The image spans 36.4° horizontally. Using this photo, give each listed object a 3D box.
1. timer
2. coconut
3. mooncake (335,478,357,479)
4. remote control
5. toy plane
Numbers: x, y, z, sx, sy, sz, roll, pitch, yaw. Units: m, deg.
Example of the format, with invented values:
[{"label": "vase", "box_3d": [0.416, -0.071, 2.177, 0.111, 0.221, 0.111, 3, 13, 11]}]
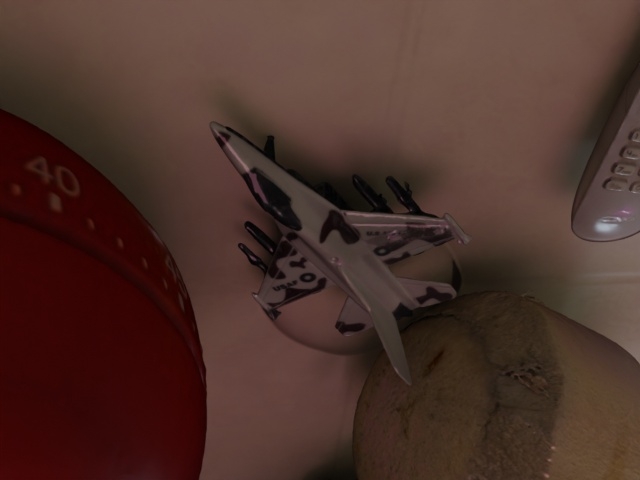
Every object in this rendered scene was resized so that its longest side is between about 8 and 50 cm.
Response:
[{"label": "timer", "box_3d": [-0.251, 0.101, 0.537, 0.378, 0.279, 0.378, -7, 134, -7]}, {"label": "coconut", "box_3d": [0.148, 0.156, 0.730, 0.234, 0.224, 0.224, 18, 129, -35]}, {"label": "mooncake", "box_3d": [0.037, 0.368, 0.846, 0.187, 0.324, 0.324, 33, 121, -30]}, {"label": "remote control", "box_3d": [0.217, -0.093, 0.608, 0.073, 0.044, 0.229, 3, 126, -19]}, {"label": "toy plane", "box_3d": [0.005, -0.007, 0.634, 0.160, 0.082, 0.234, -22, 121, 25]}]
